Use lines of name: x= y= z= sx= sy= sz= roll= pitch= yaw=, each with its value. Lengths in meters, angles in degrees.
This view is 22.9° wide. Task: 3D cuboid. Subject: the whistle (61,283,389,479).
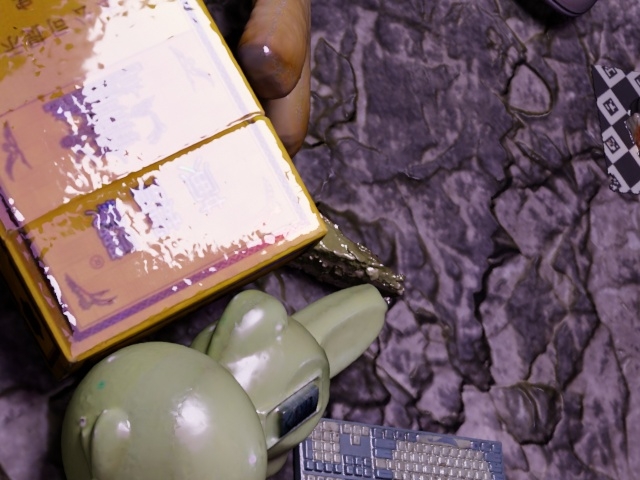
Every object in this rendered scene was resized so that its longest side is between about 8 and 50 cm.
whistle: x=-0.068 y=0.100 z=1.029 sx=0.141 sy=0.141 sz=0.294 roll=51 pitch=35 yaw=-4

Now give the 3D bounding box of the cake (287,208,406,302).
cake: x=0.000 y=0.000 z=1.134 sx=0.140 sy=0.051 sz=0.055 roll=22 pitch=62 yaw=-19

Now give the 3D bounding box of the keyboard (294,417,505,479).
keyboard: x=0.060 y=0.162 z=1.131 sx=0.176 sy=0.014 sz=0.055 roll=11 pitch=62 yaw=-28

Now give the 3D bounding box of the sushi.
sushi: x=0.299 y=-0.098 z=1.376 sx=0.126 sy=0.026 sz=0.120 roll=4 pitch=69 yaw=-30

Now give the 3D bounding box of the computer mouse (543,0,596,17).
computer mouse: x=0.229 y=-0.283 z=1.391 sx=0.120 sy=0.057 sz=0.232 roll=45 pitch=52 yaw=-8

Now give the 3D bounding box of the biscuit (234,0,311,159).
biscuit: x=-0.027 y=-0.176 z=1.133 sx=0.047 sy=0.164 sz=0.208 roll=3 pitch=67 yaw=3

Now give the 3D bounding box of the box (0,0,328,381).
box: x=-0.154 y=-0.086 z=1.031 sx=0.192 sy=0.084 sz=0.301 roll=-27 pitch=86 yaw=-19
